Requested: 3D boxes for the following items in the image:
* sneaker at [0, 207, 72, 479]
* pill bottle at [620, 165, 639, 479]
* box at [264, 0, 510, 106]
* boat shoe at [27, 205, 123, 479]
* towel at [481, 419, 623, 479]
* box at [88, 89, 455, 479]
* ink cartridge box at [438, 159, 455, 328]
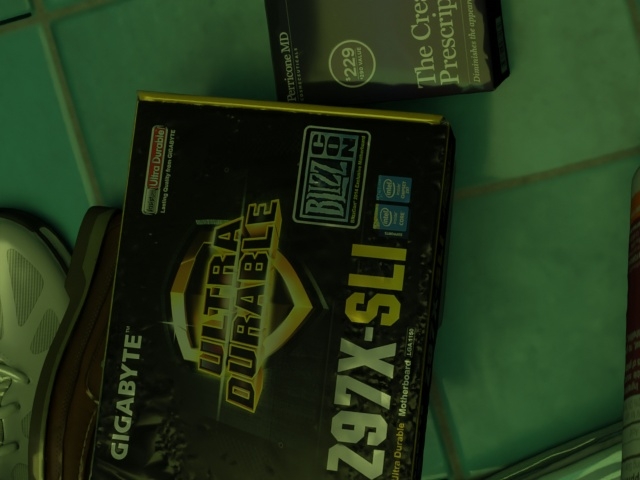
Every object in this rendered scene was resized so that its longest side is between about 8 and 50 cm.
[{"bbox_3d":[-0.291,0.199,1.459,0.169,0.257,0.447,-2,93,13],"label":"sneaker"},{"bbox_3d":[0.338,0.134,1.269,0.224,0.224,0.392,1,76,12],"label":"pill bottle"},{"bbox_3d":[0.046,-0.246,1.387,0.184,0.103,0.261,-5,101,16],"label":"box"},{"bbox_3d":[-0.171,0.113,1.446,0.104,0.111,0.307,4,73,11],"label":"boat shoe"},{"bbox_3d":[0.236,0.342,1.464,0.374,0.090,0.320,-27,91,22],"label":"towel"},{"bbox_3d":[-0.036,0.053,1.346,0.257,0.079,0.322,6,84,9],"label":"box"},{"bbox_3d":[0.000,0.000,1.453,0.212,0.093,0.154,7,104,12],"label":"ink cartridge box"}]
